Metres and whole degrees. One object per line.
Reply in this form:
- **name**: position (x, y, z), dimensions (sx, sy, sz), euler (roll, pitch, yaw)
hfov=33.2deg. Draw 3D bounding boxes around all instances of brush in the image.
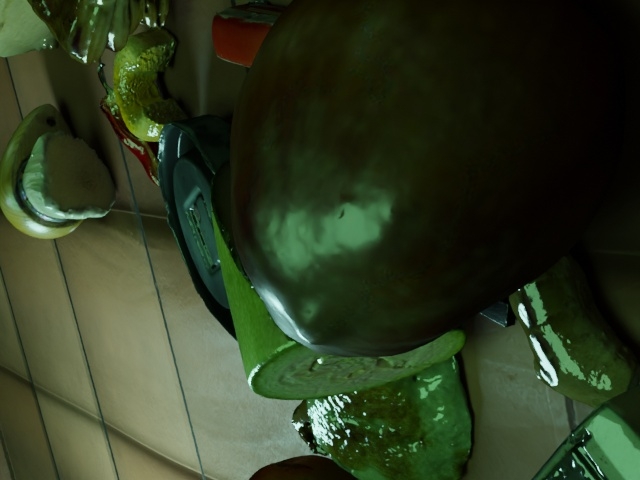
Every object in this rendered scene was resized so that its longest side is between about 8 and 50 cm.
- **brush**: position (-0.488, -0.144, 1.972), dimensions (0.166, 0.174, 0.267), euler (-27, 65, 45)

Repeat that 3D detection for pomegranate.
- **pomegranate**: position (-0.030, 0.401, 1.477), dimensions (0.209, 0.209, 0.209), euler (34, 134, 45)

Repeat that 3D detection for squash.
- **squash**: position (0.000, 0.000, 1.178), dimensions (0.210, 0.233, 0.309), euler (125, 138, -58)

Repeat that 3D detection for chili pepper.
- **chili pepper**: position (-0.304, -0.182, 1.752), dimensions (0.268, 0.059, 0.050), euler (56, -175, 19)

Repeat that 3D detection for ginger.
- **ginger**: position (0.236, 0.087, 1.009), dimensions (0.190, 0.068, 0.095), euler (64, 153, 9)

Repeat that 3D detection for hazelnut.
- **hazelnut**: position (0.076, -0.071, 0.928), dimensions (0.366, 0.365, 0.366), euler (34, 134, 45)

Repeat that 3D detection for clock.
- **clock**: position (-0.139, -0.018, 1.509), dimensions (0.325, 0.067, 0.325), euler (49, 150, 42)

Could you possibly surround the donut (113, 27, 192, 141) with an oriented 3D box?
- **donut**: position (-0.262, -0.229, 1.630), dimensions (0.146, 0.078, 0.181), euler (3, 108, 55)

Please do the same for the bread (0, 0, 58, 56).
- **bread**: position (-0.592, -0.526, 1.803), dimensions (0.371, 0.279, 0.390), euler (67, 151, 11)

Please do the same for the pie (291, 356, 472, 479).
- **pie**: position (0.075, 0.197, 1.318), dimensions (0.257, 0.105, 0.275), euler (28, 133, 30)

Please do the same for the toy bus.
- **toy bus**: position (-0.069, -0.246, 1.305), dimensions (0.174, 0.077, 0.079), euler (24, 126, 51)

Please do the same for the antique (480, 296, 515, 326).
- **antique**: position (0.144, 0.046, 1.186), dimensions (0.192, 0.015, 0.031), euler (30, 130, 49)

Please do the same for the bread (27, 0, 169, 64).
- **bread**: position (-0.300, -0.435, 1.486), dimensions (0.277, 0.167, 0.325), euler (51, 135, 32)

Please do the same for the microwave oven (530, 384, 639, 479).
- **microwave oven**: position (0.327, 0.323, 0.821), dimensions (0.394, 0.247, 0.333), euler (54, 145, 26)
